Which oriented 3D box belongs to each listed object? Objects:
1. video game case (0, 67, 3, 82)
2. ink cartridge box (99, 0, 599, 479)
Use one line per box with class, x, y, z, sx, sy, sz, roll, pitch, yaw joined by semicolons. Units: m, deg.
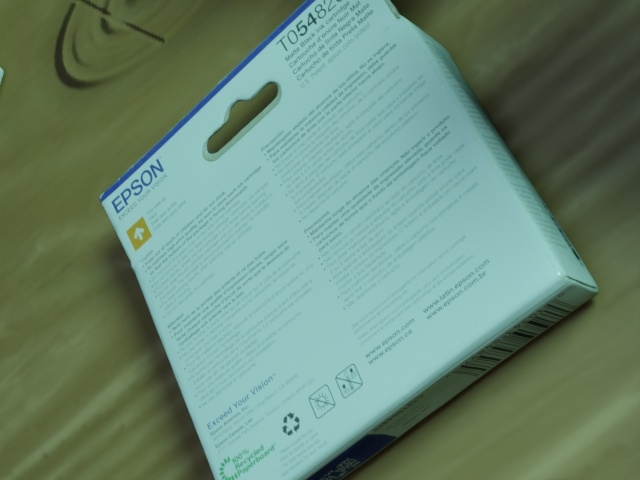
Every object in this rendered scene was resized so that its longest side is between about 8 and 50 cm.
video game case;-0.322;-0.052;0.889;0.173;0.022;0.190;16;89;37
ink cartridge box;0.000;0.000;0.632;0.223;0.045;0.224;-39;59;22
